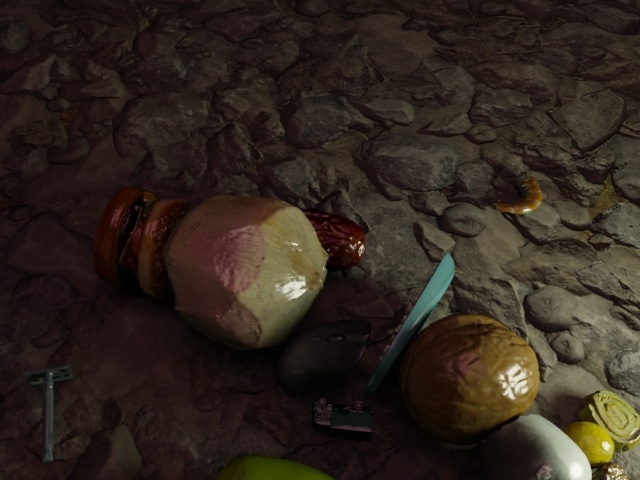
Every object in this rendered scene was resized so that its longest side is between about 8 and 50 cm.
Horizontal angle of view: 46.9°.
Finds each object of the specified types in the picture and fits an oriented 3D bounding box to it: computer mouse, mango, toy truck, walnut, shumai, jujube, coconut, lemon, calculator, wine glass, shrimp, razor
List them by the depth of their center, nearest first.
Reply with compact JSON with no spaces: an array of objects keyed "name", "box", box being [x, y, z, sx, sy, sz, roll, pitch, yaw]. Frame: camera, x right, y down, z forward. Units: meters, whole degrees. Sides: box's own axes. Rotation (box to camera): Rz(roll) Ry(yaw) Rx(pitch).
[{"name":"mango","box":[-0.067,0.567,1.565,0.342,0.156,0.192,12,51,6]},{"name":"wine glass","box":[0.489,0.546,1.565,0.238,0.238,0.323,-15,50,-15]},{"name":"shumai","box":[0.638,0.564,1.650,0.123,0.139,0.105,5,9,-35]},{"name":"lemon","box":[0.612,0.474,1.706,0.133,0.109,0.109,12,50,7]},{"name":"walnut","box":[0.344,0.317,1.709,0.332,0.333,0.333,1,50,-2]},{"name":"razor","box":[-0.647,0.412,1.743,0.106,0.068,0.232,-7,57,-7]},{"name":"toy truck","box":[0.050,0.423,1.752,0.147,0.065,0.079,7,53,1]},{"name":"computer mouse","box":[0.020,0.252,1.754,0.379,0.090,0.167,-25,34,34]},{"name":"calculator","box":[0.216,0.216,1.814,0.054,0.256,0.386,34,56,11]},{"name":"coconut","box":[-0.154,0.079,1.816,0.404,0.405,0.405,1,50,-2]},{"name":"jujube","box":[0.000,0.000,2.043,0.250,0.174,0.174,12,50,1]},{"name":"shrimp","box":[0.597,-0.142,2.277,0.166,0.049,0.161,-12,52,-2]}]

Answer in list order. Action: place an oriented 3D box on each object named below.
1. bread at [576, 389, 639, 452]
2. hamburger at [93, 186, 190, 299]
[{"name":"bread","box":[0.700,0.432,1.775,0.117,0.064,0.156,-22,53,-25]},{"name":"hamburger","box":[-0.453,0.009,1.956,0.225,0.291,0.291,12,50,7]}]
